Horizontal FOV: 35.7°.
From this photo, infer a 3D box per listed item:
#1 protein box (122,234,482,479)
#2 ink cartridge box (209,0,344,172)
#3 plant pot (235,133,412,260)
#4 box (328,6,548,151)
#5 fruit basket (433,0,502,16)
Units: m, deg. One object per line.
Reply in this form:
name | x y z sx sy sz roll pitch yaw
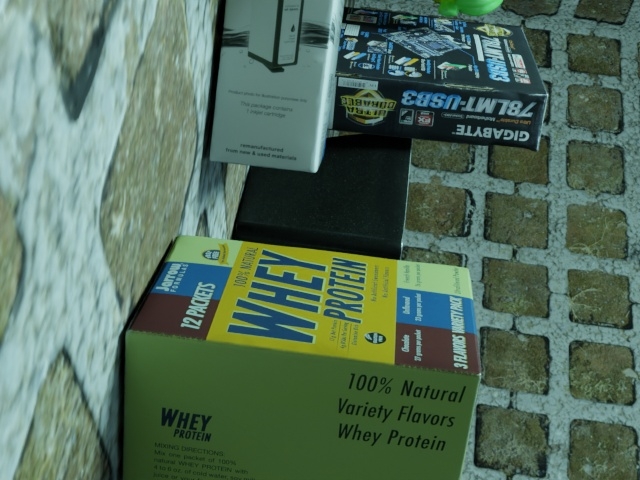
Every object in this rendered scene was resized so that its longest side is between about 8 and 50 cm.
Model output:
protein box | -0.014 0.123 0.639 0.136 0.200 0.201 -79 175 -65
ink cartridge box | -0.028 -0.163 0.787 0.148 0.086 0.203 -71 168 -82
plant pot | 0.000 0.000 1.050 0.187 0.167 0.188 -81 178 -46
box | 0.093 -0.195 1.129 0.295 0.294 0.073 -79 177 -63
fruit basket | 0.178 -0.458 1.128 0.283 0.392 0.392 -52 -158 46
